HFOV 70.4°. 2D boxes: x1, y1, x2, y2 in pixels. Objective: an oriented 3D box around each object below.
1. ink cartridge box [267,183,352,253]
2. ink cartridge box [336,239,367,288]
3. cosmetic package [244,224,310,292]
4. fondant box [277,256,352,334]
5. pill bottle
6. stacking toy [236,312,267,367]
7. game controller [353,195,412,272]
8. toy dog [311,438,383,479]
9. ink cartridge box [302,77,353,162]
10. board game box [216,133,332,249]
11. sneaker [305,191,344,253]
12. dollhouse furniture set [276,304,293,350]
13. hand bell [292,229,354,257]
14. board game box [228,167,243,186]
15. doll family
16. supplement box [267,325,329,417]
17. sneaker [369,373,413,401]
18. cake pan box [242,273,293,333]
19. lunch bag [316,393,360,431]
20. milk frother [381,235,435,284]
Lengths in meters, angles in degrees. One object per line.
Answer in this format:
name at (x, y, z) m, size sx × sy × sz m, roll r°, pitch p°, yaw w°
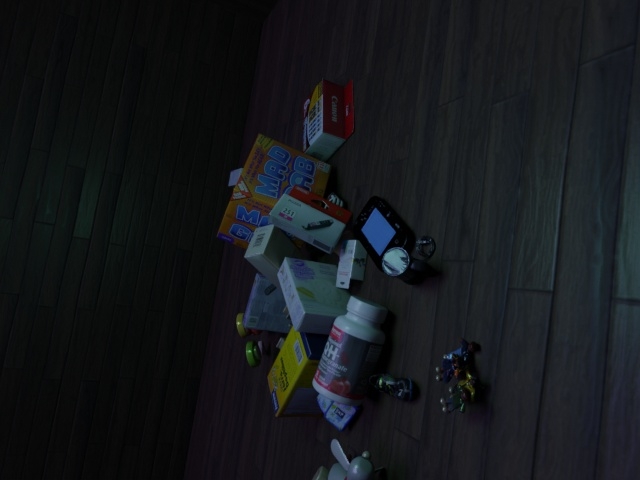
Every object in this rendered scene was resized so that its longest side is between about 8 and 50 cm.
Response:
ink cartridge box at (-0.028, -0.103, 1.756) m, size 0.239 × 0.274 × 0.060 m, roll -60°, pitch -6°, yaw -36°
ink cartridge box at (0.118, 0.092, 1.704) m, size 0.104 × 0.061 × 0.182 m, roll -2°, pitch 77°, yaw 64°
cosmetic package at (-0.164, 0.091, 1.907) m, size 0.113 × 0.309 × 0.160 m, roll -12°, pitch 46°, yaw 34°
fondant box at (-0.010, 0.208, 1.716) m, size 0.096 × 0.238 × 0.330 m, roll -66°, pitch 28°, yaw 26°
pill bottle at (0.105, 0.350, 1.469) m, size 0.176 × 0.176 × 0.319 m, roll 20°, pitch 90°, yaw 65°
stacking toy at (-0.290, 0.471, 2.284) m, size 0.309 × 0.130 × 0.280 m, roll -17°, pitch -87°, yaw -80°
game controller at (0.207, -0.028, 1.563) m, size 0.167 × 0.067 × 0.319 m, roll -67°, pitch 28°, yaw 24°
toy dog at (0.099, 0.700, 1.380) m, size 0.333 × 0.220 × 0.161 m, roll -36°, pitch 16°, yaw 46°
ink cartridge box at (0.031, -0.569, 2.089) m, size 0.272 × 0.129 × 0.310 m, roll -38°, pitch 46°, yaw 53°
board game box at (-0.204, -0.172, 2.014) m, size 0.356 × 0.356 × 0.357 m, roll 125°, pitch 163°, yaw -50°
sneaker at (0.017, -0.086, 1.977) m, size 0.282 × 0.106 × 0.163 m, roll -60°, pitch 20°, yaw 24°
dollhouse furniture set at (-0.070, 0.386, 1.946) m, size 0.259 × 0.135 × 0.262 m, roll -61°, pitch 28°, yaw 10°
hand bell at (0.000, 0.000, 1.780) m, size 0.126 × 0.241 × 0.126 m, roll -37°, pitch 48°, yaw 56°
board game box at (-0.343, -0.323, 2.566) m, size 0.224 × 0.303 × 0.098 m, roll 11°, pitch 89°, yaw 64°
doll family at (0.345, 0.328, 1.114) m, size 0.111 × 0.075 × 0.193 m, roll 122°, pitch 151°, yaw -46°
supplement box at (-0.041, 0.482, 1.717) m, size 0.357 × 0.194 × 0.195 m, roll -64°, pitch 29°, yaw 28°
sneaker at (0.208, 0.435, 1.348) m, size 0.188 × 0.078 × 0.067 m, roll -11°, pitch 70°, yaw 63°
cake pan box at (-0.211, 0.300, 2.096) m, size 0.070 × 0.245 × 0.267 m, roll -134°, pitch 58°, yaw -65°
lunch bag at (0.068, 0.566, 1.583) m, size 0.151 × 0.096 × 0.129 m, roll 53°, pitch 126°, yaw 40°
milk frother at (0.264, 0.045, 1.329) m, size 0.129 × 0.134 × 0.143 m, roll -13°, pitch 67°, yaw 29°
